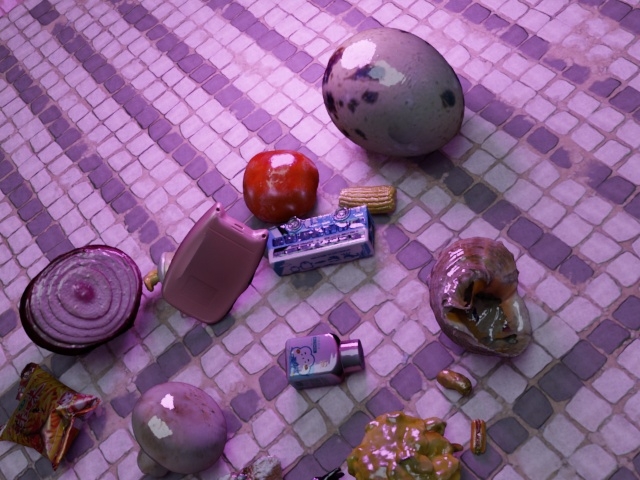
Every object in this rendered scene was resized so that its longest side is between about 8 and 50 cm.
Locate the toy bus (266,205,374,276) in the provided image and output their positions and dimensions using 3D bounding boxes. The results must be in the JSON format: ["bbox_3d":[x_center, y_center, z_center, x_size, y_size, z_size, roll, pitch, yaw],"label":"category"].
[{"bbox_3d":[0.000,0.000,1.969,0.297,0.106,0.131,-13,59,12],"label":"toy bus"}]

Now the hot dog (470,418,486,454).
[{"bbox_3d":[0.360,0.449,1.636,0.037,0.021,0.083,-5,58,16],"label":"hot dog"}]

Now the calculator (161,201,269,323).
[{"bbox_3d":[-0.291,0.077,1.938,0.330,0.220,0.048,-58,13,8],"label":"calculator"}]

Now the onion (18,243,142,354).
[{"bbox_3d":[-0.652,0.172,1.979,0.336,0.260,0.282,-43,94,-20],"label":"onion"}]

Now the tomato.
[{"bbox_3d":[-0.121,-0.158,2.048,0.231,0.189,0.232,-9,59,15],"label":"tomato"}]

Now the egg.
[{"bbox_3d":[0.206,-0.411,2.007,0.427,0.345,0.345,26,71,25],"label":"egg"}]

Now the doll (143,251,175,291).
[{"bbox_3d":[-0.348,0.086,2.021,0.296,0.141,0.117,-3,100,2],"label":"doll"}]

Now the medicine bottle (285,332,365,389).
[{"bbox_3d":[0.012,0.298,1.789,0.187,0.094,0.119,-10,57,11],"label":"medicine bottle"}]

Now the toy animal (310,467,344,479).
[{"bbox_3d":[0.072,0.644,1.567,0.324,0.090,0.195,28,67,30],"label":"toy animal"}]

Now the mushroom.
[{"bbox_3d":[-0.360,0.478,1.753,0.243,0.243,0.244,-8,58,13],"label":"mushroom"}]

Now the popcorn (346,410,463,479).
[{"bbox_3d":[0.195,0.496,1.580,0.266,0.192,0.233,-25,36,-27],"label":"popcorn"}]

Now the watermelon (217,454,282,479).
[{"bbox_3d":[-0.183,0.602,1.685,0.241,0.094,0.154,-38,64,-10],"label":"watermelon"}]

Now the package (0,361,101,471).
[{"bbox_3d":[-0.731,0.477,1.912,0.288,0.108,0.223,16,71,33],"label":"package"}]

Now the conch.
[{"bbox_3d":[0.360,0.157,1.698,0.352,0.210,0.297,-29,81,-43],"label":"conch"}]

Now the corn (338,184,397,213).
[{"bbox_3d":[0.133,-0.117,2.019,0.165,0.063,0.085,3,85,19],"label":"corn"}]

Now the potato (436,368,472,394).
[{"bbox_3d":[0.322,0.336,1.702,0.092,0.046,0.045,18,109,35],"label":"potato"}]
